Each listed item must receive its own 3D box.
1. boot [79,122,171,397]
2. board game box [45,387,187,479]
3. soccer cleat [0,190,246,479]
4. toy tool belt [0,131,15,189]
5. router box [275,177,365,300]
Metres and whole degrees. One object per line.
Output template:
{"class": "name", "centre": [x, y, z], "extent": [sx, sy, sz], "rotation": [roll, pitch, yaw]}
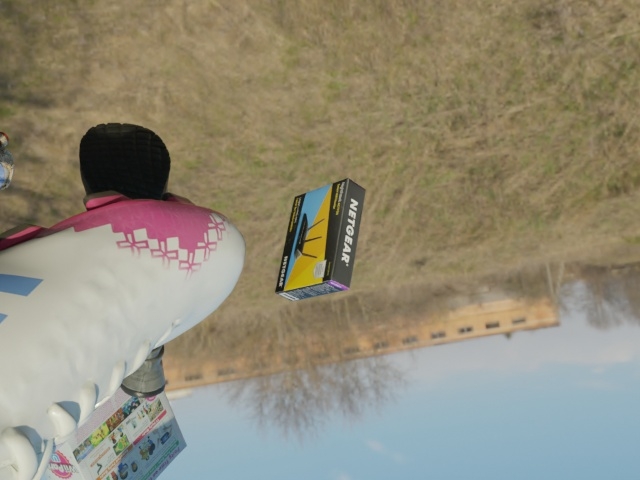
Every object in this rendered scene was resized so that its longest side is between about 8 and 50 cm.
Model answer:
{"class": "boot", "centre": [-0.187, 0.014, 0.702], "extent": [0.083, 0.246, 0.161], "rotation": [-1, 135, -24]}
{"class": "board game box", "centre": [-0.361, 0.278, 1.209], "extent": [0.097, 0.303, 0.224], "rotation": [-8, -161, 29]}
{"class": "soccer cleat", "centre": [-0.148, 0.067, 0.343], "extent": [0.331, 0.143, 0.116], "rotation": [-13, 144, -46]}
{"class": "toy tool belt", "centre": [-0.451, -0.104, 1.019], "extent": [0.052, 0.083, 0.051], "rotation": [27, -138, 8]}
{"class": "router box", "centre": [0.000, 0.000, 1.189], "extent": [0.046, 0.179, 0.133], "rotation": [29, 149, -36]}
